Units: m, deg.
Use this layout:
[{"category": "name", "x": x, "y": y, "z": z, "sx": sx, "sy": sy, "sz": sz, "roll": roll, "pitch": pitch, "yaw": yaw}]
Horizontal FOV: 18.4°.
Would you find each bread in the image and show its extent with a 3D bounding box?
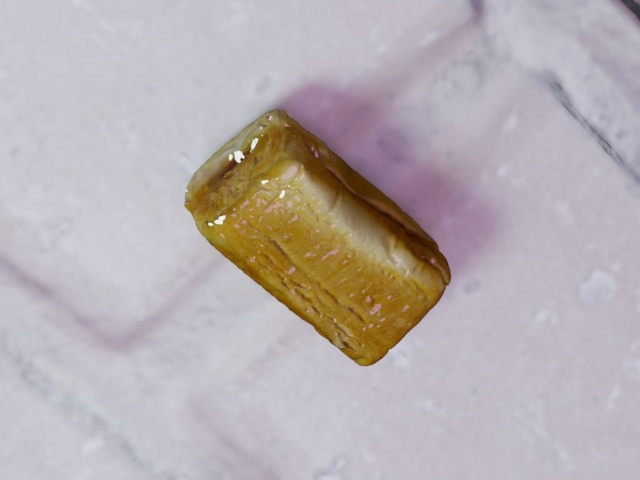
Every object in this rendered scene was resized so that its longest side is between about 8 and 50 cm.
[{"category": "bread", "x": 0.000, "y": 0.000, "z": 0.940, "sx": 0.132, "sy": 0.053, "sz": 0.074, "roll": 38, "pitch": 104, "yaw": -27}]
